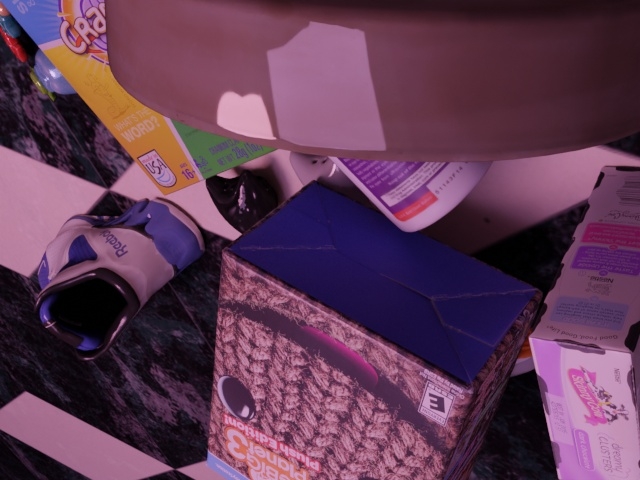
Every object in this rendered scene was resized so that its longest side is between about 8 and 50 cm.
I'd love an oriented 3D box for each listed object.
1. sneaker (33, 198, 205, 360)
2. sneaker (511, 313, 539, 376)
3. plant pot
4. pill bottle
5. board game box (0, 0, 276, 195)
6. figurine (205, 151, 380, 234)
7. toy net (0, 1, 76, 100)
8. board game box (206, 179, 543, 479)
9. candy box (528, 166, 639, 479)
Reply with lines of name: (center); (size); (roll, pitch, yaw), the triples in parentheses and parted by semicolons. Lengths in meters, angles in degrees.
sneaker: (-0.302, 0.057, 1.038); (0.315, 0.182, 0.127); (-16, 118, 46)
sneaker: (0.139, 0.120, 0.857); (0.121, 0.099, 0.262); (43, 148, -27)
plant pot: (0.045, -0.229, 0.411); (0.323, 0.323, 0.280); (16, 121, 24)
pill bottle: (0.041, -0.108, 0.661); (0.193, 0.108, 0.108); (44, 142, -12)
board game box: (-0.162, -0.204, 0.749); (0.242, 0.064, 0.316); (-16, 120, 46)
figurine: (0.000, 0.000, 0.832); (0.215, 0.092, 0.209); (-12, 118, 43)
toy net: (-0.325, -0.251, 0.849); (0.232, 0.045, 0.122); (60, 164, -25)
board game box: (0.032, 0.134, 0.745); (0.232, 0.141, 0.291); (27, 132, 22)
candy box: (0.233, 0.066, 0.628); (0.070, 0.196, 0.165); (6, 133, 32)
